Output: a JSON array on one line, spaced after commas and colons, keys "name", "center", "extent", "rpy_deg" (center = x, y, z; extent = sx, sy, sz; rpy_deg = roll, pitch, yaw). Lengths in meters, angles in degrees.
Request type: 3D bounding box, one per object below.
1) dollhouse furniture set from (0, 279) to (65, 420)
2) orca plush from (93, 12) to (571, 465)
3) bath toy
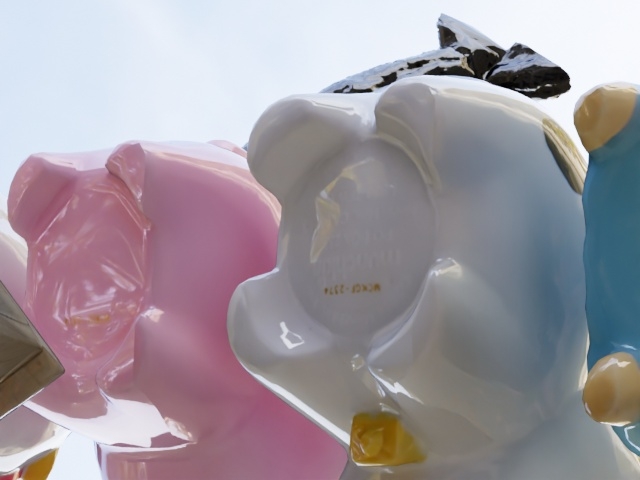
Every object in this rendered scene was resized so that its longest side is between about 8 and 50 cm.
[{"name": "dollhouse furniture set", "center": [-0.247, 0.022, 0.396], "extent": [0.303, 0.286, 0.198], "rpy_deg": [-36, -2, -6]}, {"name": "orca plush", "center": [0.000, 0.000, 0.921], "extent": [0.287, 0.151, 0.102], "rpy_deg": [-35, -12, -8]}, {"name": "bath toy", "center": [-0.014, 0.035, 0.564], "extent": [0.129, 0.348, 0.151], "rpy_deg": [13, -100, -48]}]
